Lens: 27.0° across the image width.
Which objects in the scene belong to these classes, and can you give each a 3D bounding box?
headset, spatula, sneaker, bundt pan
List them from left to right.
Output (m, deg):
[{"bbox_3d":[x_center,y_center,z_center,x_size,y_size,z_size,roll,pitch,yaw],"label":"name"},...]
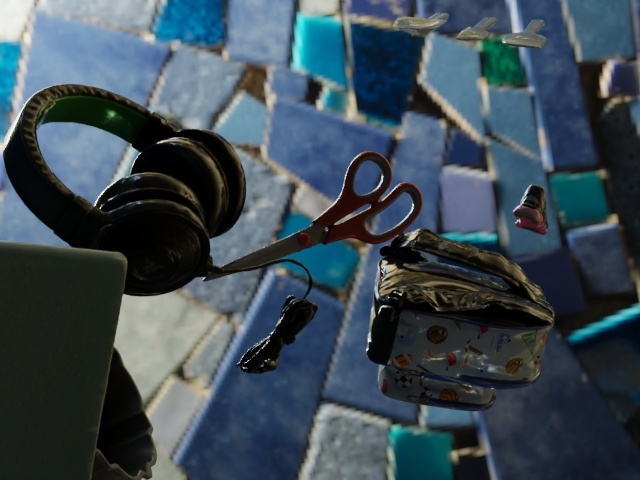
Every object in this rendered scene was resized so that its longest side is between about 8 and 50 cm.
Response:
[{"bbox_3d":[-0.361,0.205,1.785,0.331,0.124,0.331,58,-173,-11],"label":"bundt pan"},{"bbox_3d":[-0.180,-0.011,1.490,0.185,0.394,0.243,-53,4,31],"label":"headset"},{"bbox_3d":[0.182,-0.250,1.550,0.242,0.168,0.019,-50,-36,-70],"label":"spatula"},{"bbox_3d":[0.290,-0.044,1.806,0.119,0.047,0.057,54,-127,-74],"label":"sneaker"}]

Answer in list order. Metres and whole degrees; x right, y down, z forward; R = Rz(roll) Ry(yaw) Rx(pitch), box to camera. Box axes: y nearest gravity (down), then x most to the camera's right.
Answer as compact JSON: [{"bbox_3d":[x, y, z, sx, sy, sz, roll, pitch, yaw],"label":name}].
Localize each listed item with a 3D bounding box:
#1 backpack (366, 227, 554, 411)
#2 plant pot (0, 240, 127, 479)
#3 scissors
[{"bbox_3d":[0.203,0.131,1.948,0.276,0.263,0.213,-77,-9,-67],"label":"backpack"},{"bbox_3d":[-0.364,0.109,1.234,0.247,0.252,0.248,2,81,51],"label":"plant pot"},{"bbox_3d":[0.000,0.000,1.602,0.109,0.297,0.021,55,155,-6],"label":"scissors"}]
